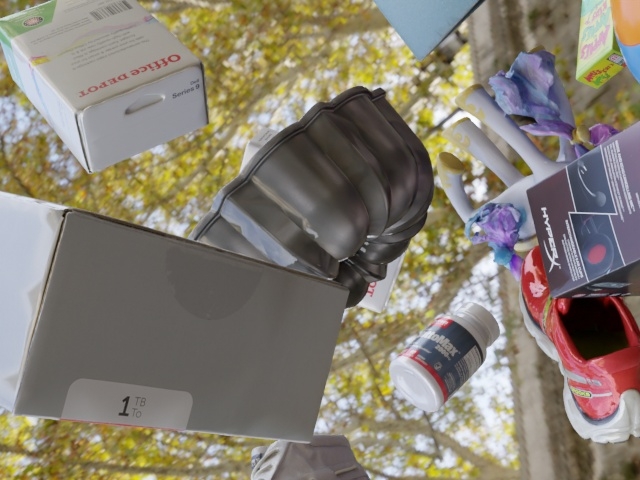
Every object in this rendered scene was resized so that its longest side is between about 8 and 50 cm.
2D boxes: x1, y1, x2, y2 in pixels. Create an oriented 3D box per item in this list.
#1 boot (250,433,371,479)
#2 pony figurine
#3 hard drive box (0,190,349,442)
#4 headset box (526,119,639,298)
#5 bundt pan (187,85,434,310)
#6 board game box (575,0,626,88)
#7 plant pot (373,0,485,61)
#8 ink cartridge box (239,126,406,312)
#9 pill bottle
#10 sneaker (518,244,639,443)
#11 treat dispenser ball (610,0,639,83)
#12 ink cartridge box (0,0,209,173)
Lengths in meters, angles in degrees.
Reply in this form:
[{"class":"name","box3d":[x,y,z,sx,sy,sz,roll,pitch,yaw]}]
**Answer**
[{"class":"boot","box3d":[-0.058,0.285,1.030,0.258,0.095,0.123,-5,-131,-34]},{"class":"pony figurine","box3d":[0.328,-0.069,1.276,0.303,0.351,0.363,-21,-105,-38]},{"class":"hard drive box","box3d":[-0.133,0.030,0.518,0.181,0.232,0.089,18,-96,-45]},{"class":"headset box","box3d":[0.348,-0.046,0.770,0.218,0.293,0.110,0,-110,-28]},{"class":"bundt pan","box3d":[0.000,0.000,1.024,0.124,0.331,0.331,44,-137,16]},{"class":"board game box","box3d":[0.448,-0.339,1.487,0.043,0.092,0.181,20,-117,-15]},{"class":"plant pot","box3d":[0.159,-0.434,1.220,0.252,0.248,0.247,45,-113,-2]},{"class":"ink cartridge box","box3d":[0.003,-0.029,1.277,0.237,0.172,0.100,18,-159,3]},{"class":"pill bottle","box3d":[0.208,0.185,1.562,0.180,0.108,0.108,-40,-89,-28]},{"class":"sneaker","box3d":[0.261,0.067,0.923,0.279,0.107,0.118,-100,-5,-59]},{"class":"treat dispenser ball","box3d":[0.430,-0.247,0.922,0.288,0.288,0.288,20,-127,-28]},{"class":"ink cartridge box","box3d":[-0.244,-0.189,1.071,0.154,0.093,0.212,-28,-130,-24]}]
